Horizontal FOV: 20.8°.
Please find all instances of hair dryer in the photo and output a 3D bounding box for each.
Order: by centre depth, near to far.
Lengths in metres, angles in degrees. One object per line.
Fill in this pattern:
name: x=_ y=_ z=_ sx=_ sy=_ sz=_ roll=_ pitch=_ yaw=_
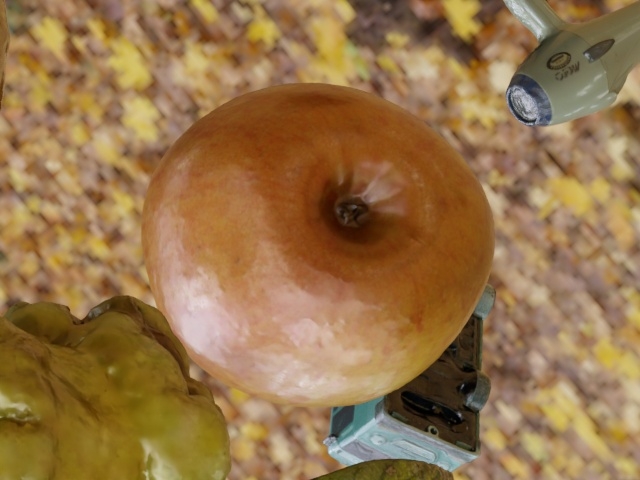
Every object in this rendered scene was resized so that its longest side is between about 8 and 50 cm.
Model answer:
hair dryer: x=0.181 y=-0.189 z=1.290 sx=0.199 sy=0.167 sz=0.067 roll=66 pitch=154 yaw=11

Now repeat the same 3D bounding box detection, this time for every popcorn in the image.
popcorn: x=-0.146 y=0.132 z=0.981 sx=0.226 sy=0.203 sz=0.200 roll=76 pitch=-171 yaw=-47

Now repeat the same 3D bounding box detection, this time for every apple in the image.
apple: x=0.000 y=0.000 z=1.532 sx=0.299 sy=0.299 sz=0.275 roll=52 pitch=155 yaw=-7

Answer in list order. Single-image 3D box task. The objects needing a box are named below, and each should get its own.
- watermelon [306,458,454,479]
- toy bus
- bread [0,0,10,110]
watermelon: x=0.010 y=0.183 z=1.066 sx=0.087 sy=0.163 sz=0.069 roll=76 pitch=178 yaw=-70
toy bus: x=0.089 y=0.123 z=1.781 sx=0.128 sy=0.256 sz=0.147 roll=25 pitch=136 yaw=-20
bread: x=-0.246 y=-0.071 z=0.906 sx=0.133 sy=0.174 sz=0.251 roll=69 pitch=-158 yaw=-49
